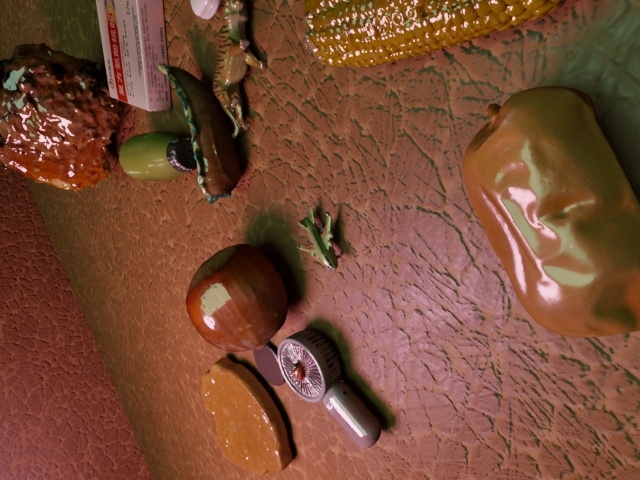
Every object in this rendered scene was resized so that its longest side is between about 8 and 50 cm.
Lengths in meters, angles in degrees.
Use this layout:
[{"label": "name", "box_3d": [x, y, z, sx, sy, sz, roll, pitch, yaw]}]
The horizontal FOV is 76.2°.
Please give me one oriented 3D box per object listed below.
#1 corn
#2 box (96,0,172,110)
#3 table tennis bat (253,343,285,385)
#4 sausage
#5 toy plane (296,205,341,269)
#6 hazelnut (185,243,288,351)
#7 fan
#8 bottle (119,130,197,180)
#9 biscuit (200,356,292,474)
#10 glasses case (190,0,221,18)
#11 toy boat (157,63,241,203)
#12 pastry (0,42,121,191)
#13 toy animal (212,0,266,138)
[{"label": "corn", "box_3d": [0.099, -0.250, 0.422, 0.321, 0.119, 0.119, 15, 116, 42]}, {"label": "box", "box_3d": [-0.426, -0.488, 0.913, 0.214, 0.069, 0.354, 26, 122, 37]}, {"label": "table tennis bat", "box_3d": [-0.161, 0.273, 0.907, 0.107, 0.119, 0.170, -8, 102, 47]}, {"label": "sausage", "box_3d": [0.223, -0.025, 0.381, 0.136, 0.120, 0.241, -23, 88, 37]}, {"label": "toy plane", "box_3d": [0.000, 0.000, 0.684, 0.111, 0.040, 0.102, 55, 138, 13]}, {"label": "hazelnut", "box_3d": [-0.163, 0.118, 0.800, 0.214, 0.176, 0.215, 12, 111, 35]}, {"label": "fan", "box_3d": [0.015, 0.273, 0.756, 0.244, 0.074, 0.130, 43, 132, 25]}, {"label": "bottle", "box_3d": [-0.359, -0.191, 0.927, 0.260, 0.112, 0.112, 9, 112, 44]}, {"label": "biscuit", "box_3d": [-0.208, 0.465, 1.081, 0.312, 0.057, 0.351, 57, 136, 13]}, {"label": "glasses case", "box_3d": [-0.188, -0.461, 0.661, 0.076, 0.049, 0.197, -14, 80, 51]}, {"label": "toy boat", "box_3d": [-0.227, -0.222, 0.788, 0.099, 0.108, 0.293, -19, 92, 21]}, {"label": "pastry", "box_3d": [-0.736, -0.325, 1.097, 0.405, 0.337, 0.293, -51, 47, 43]}, {"label": "toy animal", "box_3d": [-0.147, -0.297, 0.711, 0.099, 0.056, 0.241, 47, 136, 31]}]
